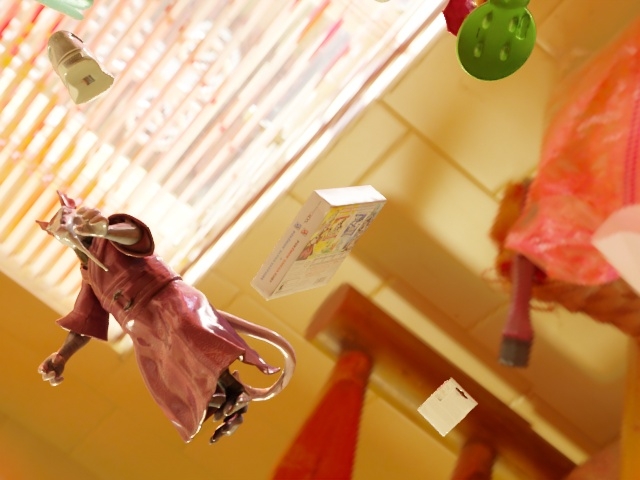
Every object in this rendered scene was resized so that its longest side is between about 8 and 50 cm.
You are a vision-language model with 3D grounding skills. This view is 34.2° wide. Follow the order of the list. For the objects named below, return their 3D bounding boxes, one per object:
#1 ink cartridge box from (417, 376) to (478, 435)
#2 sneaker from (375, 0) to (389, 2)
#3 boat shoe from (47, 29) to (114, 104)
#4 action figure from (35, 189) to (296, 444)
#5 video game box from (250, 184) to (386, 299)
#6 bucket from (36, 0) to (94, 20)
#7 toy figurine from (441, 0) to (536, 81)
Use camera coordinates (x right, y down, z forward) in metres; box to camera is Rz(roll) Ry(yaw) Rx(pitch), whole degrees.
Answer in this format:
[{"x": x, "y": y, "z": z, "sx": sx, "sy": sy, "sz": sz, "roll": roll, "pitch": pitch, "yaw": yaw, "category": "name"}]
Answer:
[{"x": 0.214, "y": 0.268, "z": 1.709, "sx": 0.029, "sy": 0.063, "sz": 0.115, "roll": -36, "pitch": -14, "yaw": -44, "category": "ink cartridge box"}, {"x": 0.049, "y": -0.462, "z": 1.593, "sx": 0.094, "sy": 0.235, "sz": 0.090, "roll": -27, "pitch": 45, "yaw": 52, "category": "sneaker"}, {"x": -0.396, "y": -0.288, "z": 1.702, "sx": 0.079, "sy": 0.081, "sz": 0.227, "roll": -32, "pitch": -4, "yaw": -7, "category": "boat shoe"}, {"x": -0.204, "y": 0.066, "z": 1.294, "sx": 0.275, "sy": 0.370, "sz": 0.248, "roll": -26, "pitch": -19, "yaw": -52, "category": "action figure"}, {"x": 0.000, "y": 0.000, "z": 1.637, "sx": 0.187, "sy": 0.048, "sz": 0.205, "roll": -53, "pitch": -18, "yaw": 21, "category": "video game box"}, {"x": -0.463, "y": -0.537, "z": 1.801, "sx": 0.281, "sy": 0.183, "sz": 0.281, "roll": -47, "pitch": 34, "yaw": 47, "category": "bucket"}, {"x": 0.249, "y": -0.357, "z": 1.610, "sx": 0.159, "sy": 0.130, "sz": 0.173, "roll": -117, "pitch": 34, "yaw": -55, "category": "toy figurine"}]
